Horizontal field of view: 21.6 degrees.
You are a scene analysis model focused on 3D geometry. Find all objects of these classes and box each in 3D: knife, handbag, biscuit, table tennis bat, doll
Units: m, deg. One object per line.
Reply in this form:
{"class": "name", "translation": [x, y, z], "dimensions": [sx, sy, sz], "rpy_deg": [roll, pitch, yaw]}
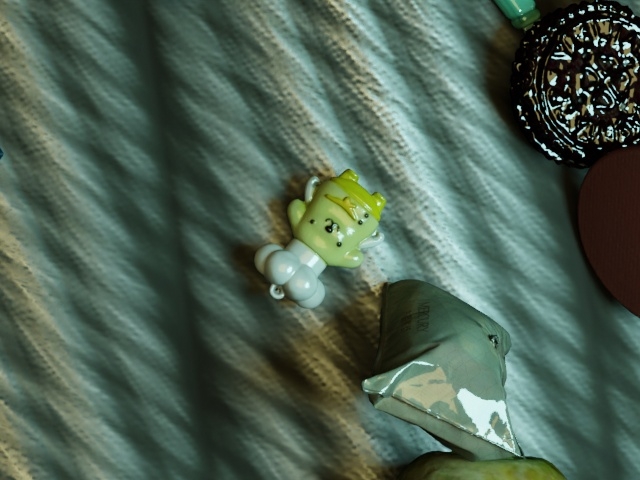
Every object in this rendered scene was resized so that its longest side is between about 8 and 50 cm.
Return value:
{"class": "knife", "translation": [0.251, -0.231, 1.883], "dimensions": [0.063, 0.034, 0.260], "rpy_deg": [-34, 97, -17]}
{"class": "handbag", "translation": [0.132, 0.132, 1.736], "dimensions": [0.182, 0.270, 0.117], "rpy_deg": [30, 111, -6]}
{"class": "biscuit", "translation": [0.301, -0.171, 1.857], "dimensions": [0.194, 0.053, 0.195], "rpy_deg": [0, 90, -19]}
{"class": "table tennis bat", "translation": [0.381, 0.011, 1.757], "dimensions": [0.038, 0.310, 0.200], "rpy_deg": [-20, 122, -33]}
{"class": "doll", "translation": [0.000, 0.000, 1.818], "dimensions": [0.106, 0.062, 0.162], "rpy_deg": [40, 84, 2]}

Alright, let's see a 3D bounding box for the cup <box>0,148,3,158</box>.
{"class": "cup", "translation": [-0.411, -0.057, 1.726], "dimensions": [0.176, 0.155, 0.131], "rpy_deg": [-35, 91, -6]}

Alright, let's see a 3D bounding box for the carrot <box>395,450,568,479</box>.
{"class": "carrot", "translation": [0.167, 0.391, 1.732], "dimensions": [0.224, 0.224, 0.341], "rpy_deg": [4, 86, -6]}
